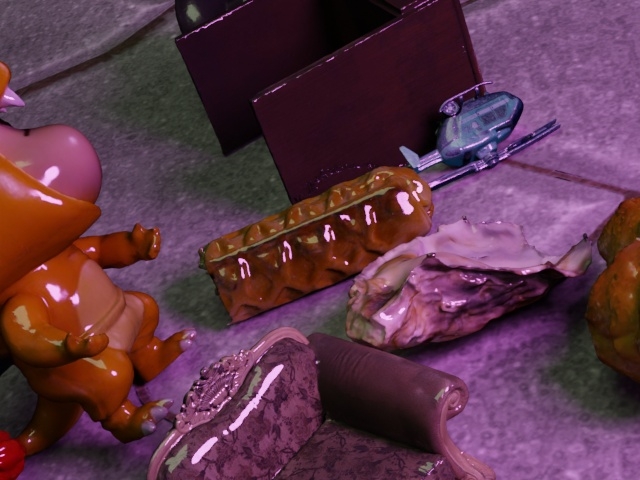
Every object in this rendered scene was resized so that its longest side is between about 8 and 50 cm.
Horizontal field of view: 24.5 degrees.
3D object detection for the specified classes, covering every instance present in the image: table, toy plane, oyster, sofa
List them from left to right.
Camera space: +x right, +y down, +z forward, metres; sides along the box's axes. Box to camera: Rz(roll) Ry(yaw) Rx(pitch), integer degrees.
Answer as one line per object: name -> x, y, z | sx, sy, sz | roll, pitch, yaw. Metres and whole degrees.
sofa -> -0.003, 0.199, 1.270 | 0.200, 0.182, 0.258 | 16, 49, 41
table -> 0.012, -0.206, 1.809 | 0.282, 0.196, 0.250 | -30, 36, -12
toy plane -> 0.161, -0.111, 1.718 | 0.235, 0.060, 0.096 | -28, 69, -13
oyster -> 0.146, 0.039, 1.461 | 0.271, 0.100, 0.275 | -17, 5, -3

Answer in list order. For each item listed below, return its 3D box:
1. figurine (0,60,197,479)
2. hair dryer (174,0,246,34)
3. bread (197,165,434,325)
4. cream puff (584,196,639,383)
figurine -> -0.320, 0.051, 1.474 | 0.268, 0.387, 0.401 | -26, 22, 38
hair dryer -> -0.003, -0.327, 2.056 | 0.320, 0.284, 0.155 | -25, 73, 14
bread -> 0.000, -0.001, 1.626 | 0.269, 0.087, 0.098 | -24, 34, -1
cream puff -> 0.355, 0.039, 1.322 | 0.244, 0.196, 0.244 | -8, 66, 18
